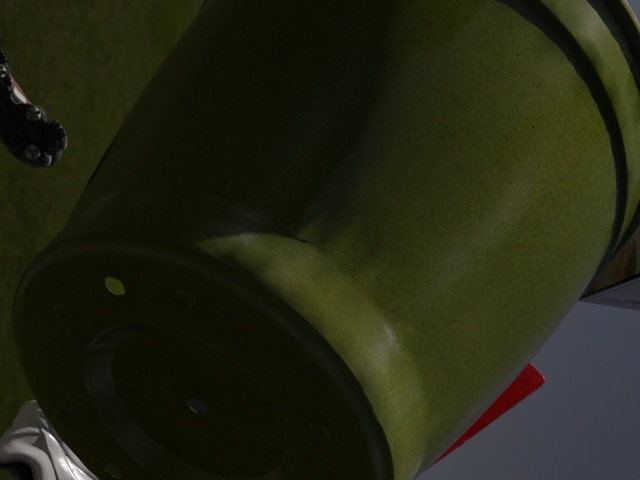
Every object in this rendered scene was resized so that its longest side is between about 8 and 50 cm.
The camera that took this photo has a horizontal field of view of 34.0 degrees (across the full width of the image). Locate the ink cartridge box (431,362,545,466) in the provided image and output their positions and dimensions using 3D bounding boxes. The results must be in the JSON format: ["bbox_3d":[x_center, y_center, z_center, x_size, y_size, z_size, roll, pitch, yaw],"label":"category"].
[{"bbox_3d":[0.120,0.110,1.284,0.309,0.272,0.130,-28,156,-34],"label":"ink cartridge box"}]

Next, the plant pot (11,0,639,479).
[{"bbox_3d":[0.000,0.000,0.682,0.353,0.367,0.366,-52,163,-45],"label":"plant pot"}]

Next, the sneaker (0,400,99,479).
[{"bbox_3d":[-0.299,0.305,1.224,0.090,0.232,0.115,-34,-169,44],"label":"sneaker"}]

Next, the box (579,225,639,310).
[{"bbox_3d":[0.412,0.025,1.182,0.290,0.169,0.087,90,8,-81],"label":"box"}]

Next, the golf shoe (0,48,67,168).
[{"bbox_3d":[-0.511,-0.218,1.634,0.105,0.273,0.120,-40,-174,-18],"label":"golf shoe"}]
